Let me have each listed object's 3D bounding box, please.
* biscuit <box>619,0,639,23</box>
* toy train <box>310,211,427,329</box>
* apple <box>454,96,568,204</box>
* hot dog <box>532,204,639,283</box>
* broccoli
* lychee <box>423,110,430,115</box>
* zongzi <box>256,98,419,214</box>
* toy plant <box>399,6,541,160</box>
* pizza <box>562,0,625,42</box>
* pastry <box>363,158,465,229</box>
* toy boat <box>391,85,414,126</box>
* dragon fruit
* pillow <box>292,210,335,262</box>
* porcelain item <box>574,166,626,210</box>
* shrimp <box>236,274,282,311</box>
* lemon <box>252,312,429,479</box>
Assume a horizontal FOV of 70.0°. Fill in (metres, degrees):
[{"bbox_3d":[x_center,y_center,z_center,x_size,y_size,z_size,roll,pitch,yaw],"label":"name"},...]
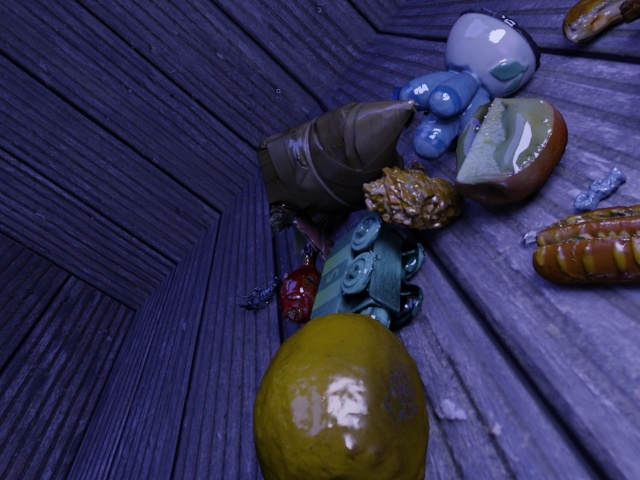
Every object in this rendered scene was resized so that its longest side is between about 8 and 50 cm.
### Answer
[{"bbox_3d":[0.635,-0.455,0.693,0.277,0.052,0.262,-26,1,11],"label":"biscuit"},{"bbox_3d":[0.096,0.084,0.978,0.238,0.167,0.299,-39,24,42],"label":"toy train"},{"bbox_3d":[0.345,-0.160,0.851,0.207,0.173,0.188,9,83,62],"label":"apple"},{"bbox_3d":[0.411,0.001,0.610,0.269,0.072,0.115,-16,34,56],"label":"hot dog"},{"bbox_3d":[-0.041,-0.061,1.452,0.263,0.247,0.243,10,-95,-73],"label":"broccoli"},{"bbox_3d":[0.350,-0.401,1.283,0.146,0.114,0.114,-28,27,10],"label":"lychee"},{"bbox_3d":[0.171,-0.187,1.076,0.467,0.500,0.218,-6,89,47],"label":"zongzi"},{"bbox_3d":[0.330,-0.339,1.091,0.332,0.247,0.247,-54,22,2],"label":"toy plant"},{"bbox_3d":[0.647,-0.519,0.940,0.297,0.071,0.189,-34,16,31],"label":"pizza"},{"bbox_3d":[0.199,-0.091,0.950,0.154,0.250,0.102,44,120,29],"label":"pastry"},{"bbox_3d":[0.258,-0.436,1.524,0.097,0.100,0.223,-20,35,38],"label":"toy boat"},{"bbox_3d":[-0.040,0.104,1.218,0.125,0.125,0.246,100,178,-69],"label":"dragon fruit"},{"bbox_3d":[0.000,0.000,1.192,0.043,0.232,0.126,-34,28,13],"label":"pillow"},{"bbox_3d":[0.439,-0.078,0.724,0.083,0.028,0.036,-46,25,19],"label":"porcelain item"},{"bbox_3d":[-0.203,0.182,1.513,0.174,0.082,0.076,-38,20,14],"label":"shrimp"},{"bbox_3d":[0.029,0.260,0.701,0.285,0.285,0.316,-52,22,0],"label":"lemon"}]
